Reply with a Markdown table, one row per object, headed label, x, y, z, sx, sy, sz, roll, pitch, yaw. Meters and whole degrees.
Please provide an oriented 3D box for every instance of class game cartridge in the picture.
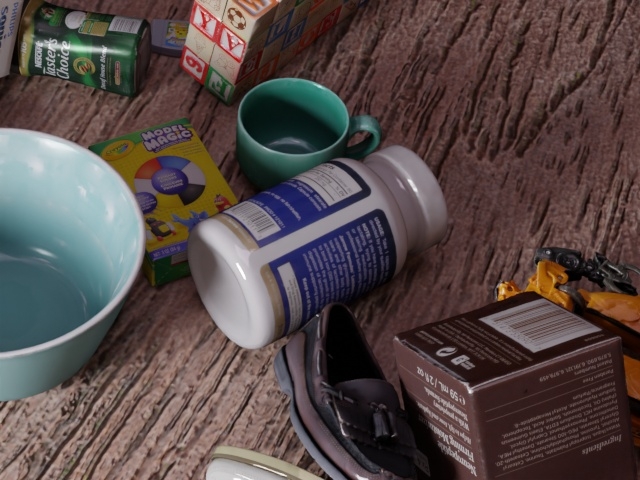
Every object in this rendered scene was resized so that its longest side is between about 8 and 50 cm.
| label | x | y | z | sx | sy | sz | roll | pitch | yaw |
| --- | --- | --- | --- | --- | --- | --- | --- | --- | --- |
| game cartridge | -0.177 | -0.257 | 2.091 | 0.083 | 0.017 | 0.056 | 3 | 53 | -3 |

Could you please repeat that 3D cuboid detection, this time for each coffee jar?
| label | x | y | z | sx | sy | sz | roll | pitch | yaw |
| --- | --- | --- | --- | --- | --- | --- | --- | --- | --- |
| coffee jar | -0.304 | -0.239 | 2.010 | 0.184 | 0.096 | 0.079 | 12 | 46 | 5 |

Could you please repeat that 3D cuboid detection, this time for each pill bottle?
| label | x | y | z | sx | sy | sz | roll | pitch | yaw |
| --- | --- | --- | --- | --- | --- | --- | --- | --- | --- |
| pill bottle | 0.000 | 0.000 | 1.800 | 0.265 | 0.153 | 0.153 | -26 | 57 | -25 |

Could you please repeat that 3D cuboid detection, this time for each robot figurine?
| label | x | y | z | sx | sy | sz | roll | pitch | yaw |
| --- | --- | --- | --- | --- | --- | --- | --- | --- | --- |
| robot figurine | 0.317 | 0.124 | 1.771 | 0.291 | 0.085 | 0.211 | 27 | 52 | 15 |

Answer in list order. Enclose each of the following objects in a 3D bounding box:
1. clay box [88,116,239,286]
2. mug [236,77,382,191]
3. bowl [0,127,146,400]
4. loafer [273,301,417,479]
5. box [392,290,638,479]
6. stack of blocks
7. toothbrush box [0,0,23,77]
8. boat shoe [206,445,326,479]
| label | x | y | z | sx | sy | sz | roll | pitch | yaw |
| --- | --- | --- | --- | --- | --- | --- | --- | --- | --- |
| clay box | -0.181 | -0.058 | 1.897 | 0.127 | 0.053 | 0.222 | -19 | 55 | -21 |
| mug | -0.022 | -0.108 | 1.925 | 0.158 | 0.097 | 0.129 | 25 | 51 | 14 |
| bowl | -0.340 | 0.046 | 1.721 | 0.312 | 0.163 | 0.311 | 3 | 50 | -4 |
| loafer | 0.029 | 0.155 | 1.629 | 0.109 | 0.095 | 0.302 | 25 | 14 | -25 |
| box | 0.191 | 0.182 | 1.596 | 0.167 | 0.203 | 0.168 | -17 | 20 | -19 |
| stack of blocks | -0.033 | -0.318 | 2.047 | 0.087 | 0.171 | 0.297 | 41 | 56 | 13 |
| toothbrush box | -0.522 | -0.252 | 1.877 | 0.216 | 0.126 | 0.295 | 33 | 38 | 19 |
| boat shoe | 0.013 | 0.299 | 1.565 | 0.302 | 0.113 | 0.103 | 26 | 74 | 12 |
